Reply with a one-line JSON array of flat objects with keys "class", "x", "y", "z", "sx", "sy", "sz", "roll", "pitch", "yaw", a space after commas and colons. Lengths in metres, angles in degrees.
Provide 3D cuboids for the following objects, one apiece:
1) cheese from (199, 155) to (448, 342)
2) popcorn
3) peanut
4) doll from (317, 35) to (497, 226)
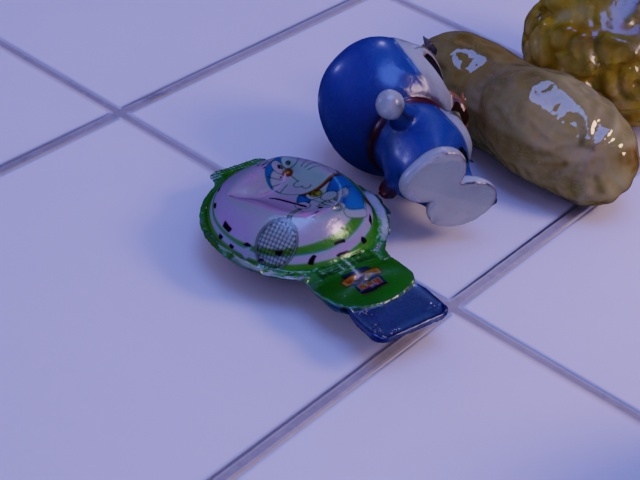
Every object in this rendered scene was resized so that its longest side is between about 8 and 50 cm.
[{"class": "cheese", "x": 0.000, "y": 0.000, "z": 1.449, "sx": 0.204, "sy": 0.083, "sz": 0.320, "roll": -21, "pitch": 43, "yaw": -31}, {"class": "popcorn", "x": 0.378, "y": -0.247, "z": 1.734, "sx": 0.250, "sy": 0.190, "sz": 0.250, "roll": 0, "pitch": 77, "yaw": 2}, {"class": "peanut", "x": 0.235, "y": -0.153, "z": 1.635, "sx": 0.147, "sy": 0.147, "sz": 0.319, "roll": -27, "pitch": 51, "yaw": -36}, {"class": "doll", "x": 0.099, "y": -0.129, "z": 1.557, "sx": 0.161, "sy": 0.215, "sz": 0.257, "roll": -35, "pitch": 48, "yaw": -1}]
